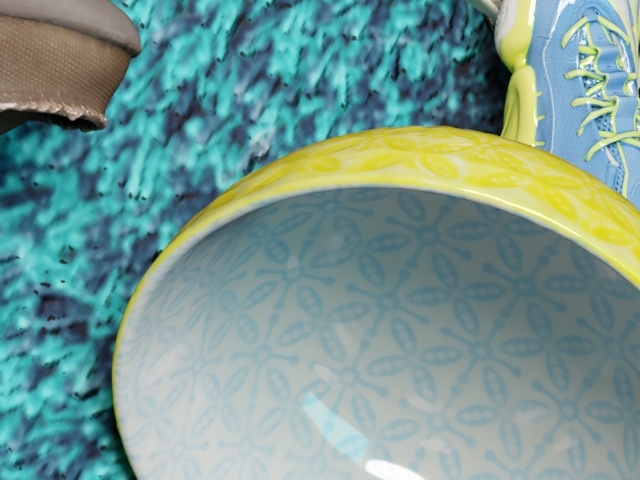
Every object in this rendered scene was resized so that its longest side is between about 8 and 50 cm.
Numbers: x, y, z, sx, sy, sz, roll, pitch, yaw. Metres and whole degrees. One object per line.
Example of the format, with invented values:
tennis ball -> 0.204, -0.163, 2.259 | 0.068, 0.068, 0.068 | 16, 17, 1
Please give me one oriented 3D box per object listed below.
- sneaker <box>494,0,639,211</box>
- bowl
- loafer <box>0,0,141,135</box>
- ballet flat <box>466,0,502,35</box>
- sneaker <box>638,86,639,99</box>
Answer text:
sneaker -> 0.148, -0.058, 1.022 | 0.091, 0.126, 0.240 | 6, 104, -40
bowl -> 0.064, 0.051, 0.926 | 0.289, 0.289, 0.156 | 55, 34, -21
loafer -> -0.244, -0.039, 0.775 | 0.366, 0.134, 0.130 | -8, 96, -27
ballet flat -> 0.076, -0.183, 1.051 | 0.074, 0.074, 0.203 | -50, 120, -28
sneaker -> 0.290, -0.128, 1.179 | 0.343, 0.146, 0.134 | -27, 93, -50
